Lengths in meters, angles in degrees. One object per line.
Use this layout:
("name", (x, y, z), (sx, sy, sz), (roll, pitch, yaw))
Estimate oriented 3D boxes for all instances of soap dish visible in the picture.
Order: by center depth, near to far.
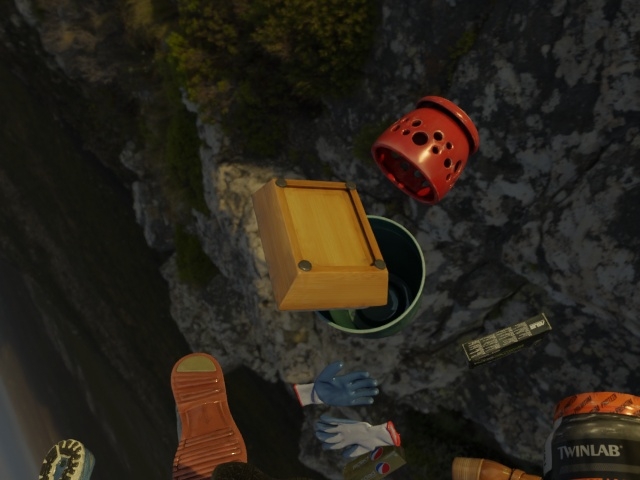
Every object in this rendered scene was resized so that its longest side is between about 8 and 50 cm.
("soap dish", (0.000, 0.000, 1.090), (0.118, 0.228, 0.291), (116, 146, -45))

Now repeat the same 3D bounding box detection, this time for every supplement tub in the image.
("supplement tub", (0.448, 0.419, 0.812), (0.207, 0.338, 0.207), (8, 142, 6))

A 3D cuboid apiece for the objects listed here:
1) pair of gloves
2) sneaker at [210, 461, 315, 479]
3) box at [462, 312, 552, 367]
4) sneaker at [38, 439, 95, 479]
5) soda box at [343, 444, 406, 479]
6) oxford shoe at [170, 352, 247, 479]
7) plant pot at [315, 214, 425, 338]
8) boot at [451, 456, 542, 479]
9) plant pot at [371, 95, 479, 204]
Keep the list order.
("pair of gloves", (0.044, 0.296, 0.946), (0.159, 0.023, 0.198), (-14, 107, 24))
("sneaker", (-0.058, 0.335, 0.683), (0.051, 0.170, 0.089), (-83, 6, -55))
("box", (0.425, 0.238, 1.252), (0.184, 0.190, 0.045), (53, -164, -67))
("sneaker", (-0.650, 0.677, 1.343), (0.129, 0.330, 0.147), (10, 151, 20))
("soda box", (0.151, 0.635, 1.532), (0.181, 0.061, 0.058), (-38, 105, 13))
("oxford shoe", (-0.226, 0.431, 1.109), (0.147, 0.140, 0.397), (97, 164, -45))
("plant pot", (0.121, 0.115, 1.291), (0.272, 0.271, 0.255), (47, 175, 27))
("boot", (0.472, 0.676, 1.400), (0.220, 0.109, 0.283), (0, 117, 31))
("plant pot", (0.236, -0.199, 1.178), (0.191, 0.174, 0.191), (44, 172, 8))
